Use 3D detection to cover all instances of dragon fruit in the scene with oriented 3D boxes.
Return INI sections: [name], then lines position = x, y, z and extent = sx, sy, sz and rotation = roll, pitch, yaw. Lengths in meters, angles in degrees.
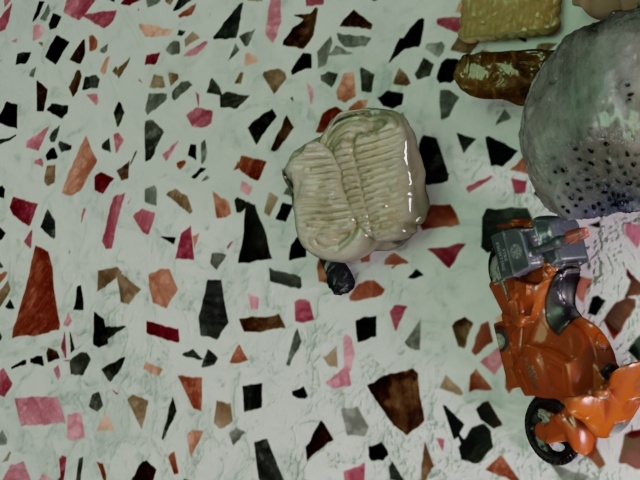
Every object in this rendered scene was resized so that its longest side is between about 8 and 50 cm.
[dragon fruit]
position = 0.365, -0.159, 1.165
extent = 0.283, 0.221, 0.204
rotation = -10, 111, 33

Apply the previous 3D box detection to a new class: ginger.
[ginger]
position = 0.271, -0.226, 1.347
extent = 0.162, 0.103, 0.073
rotation = 0, 93, 15

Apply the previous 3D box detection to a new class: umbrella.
[umbrella]
position = 0.000, 0.000, 1.503
extent = 0.050, 0.046, 0.188
rotation = -18, 65, -12

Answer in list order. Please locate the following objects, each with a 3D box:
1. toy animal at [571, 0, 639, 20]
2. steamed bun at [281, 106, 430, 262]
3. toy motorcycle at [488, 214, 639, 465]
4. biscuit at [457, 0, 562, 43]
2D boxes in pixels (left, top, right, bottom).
[toy animal]
position = 0.410, -0.327, 1.286
extent = 0.150, 0.089, 0.083
rotation = 3, 85, 43
[steamed bun]
position = 0.059, -0.088, 1.431
extent = 0.211, 0.144, 0.218
rotation = -12, 100, 18
[toy motorcycle]
position = 0.314, 0.116, 1.224
extent = 0.221, 0.148, 0.326
rotation = -27, 71, 50
[biscuit]
position = 0.287, -0.413, 1.416
extent = 0.160, 0.030, 0.250
rotation = 0, 80, 33
